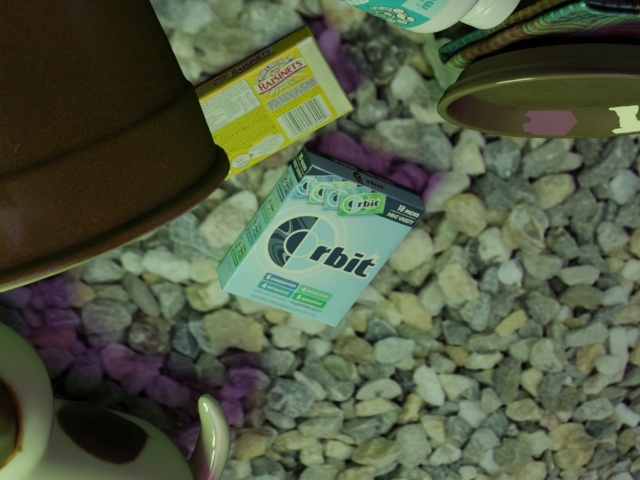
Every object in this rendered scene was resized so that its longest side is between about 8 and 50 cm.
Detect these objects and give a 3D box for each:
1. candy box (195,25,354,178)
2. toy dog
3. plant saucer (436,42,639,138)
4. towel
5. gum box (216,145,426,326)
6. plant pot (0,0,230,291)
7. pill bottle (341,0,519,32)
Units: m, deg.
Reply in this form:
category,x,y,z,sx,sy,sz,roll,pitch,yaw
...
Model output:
category,x,y,z,sx,sy,sz,roll,pitch,yaw
candy box,-0.078,-0.124,1.349,0.206,0.027,0.105,-28,130,5
toy dog,-0.317,0.253,1.422,0.395,0.284,0.408,-31,130,7
plant saucer,0.255,-0.146,1.332,0.278,0.041,0.278,0,173,0
towel,0.339,-0.187,1.312,0.370,0.271,0.040,2,83,-23
gum box,0.000,0.000,1.470,0.157,0.041,0.184,21,119,-31
plant pot,-0.291,-0.172,1.014,0.367,0.366,0.352,-16,108,-5
pill bottle,0.059,-0.274,1.188,0.264,0.146,0.146,17,122,-29
